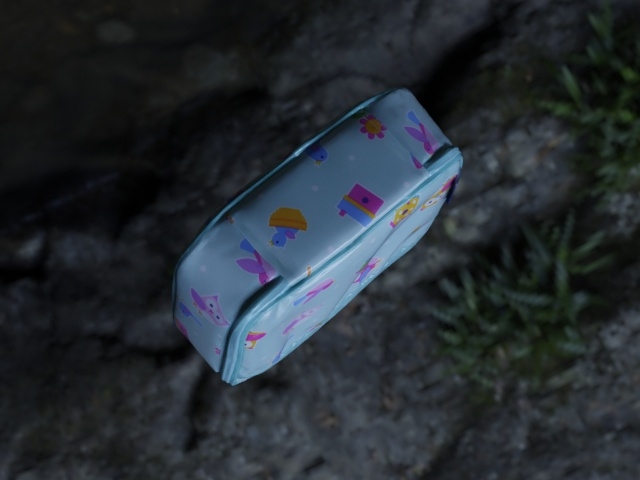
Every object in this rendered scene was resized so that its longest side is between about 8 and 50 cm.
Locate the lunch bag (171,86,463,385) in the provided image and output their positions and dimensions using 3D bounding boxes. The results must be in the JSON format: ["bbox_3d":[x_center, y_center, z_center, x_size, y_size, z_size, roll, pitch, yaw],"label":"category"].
[{"bbox_3d":[0.000,0.000,1.385,0.279,0.108,0.224,-38,166,-20],"label":"lunch bag"}]
